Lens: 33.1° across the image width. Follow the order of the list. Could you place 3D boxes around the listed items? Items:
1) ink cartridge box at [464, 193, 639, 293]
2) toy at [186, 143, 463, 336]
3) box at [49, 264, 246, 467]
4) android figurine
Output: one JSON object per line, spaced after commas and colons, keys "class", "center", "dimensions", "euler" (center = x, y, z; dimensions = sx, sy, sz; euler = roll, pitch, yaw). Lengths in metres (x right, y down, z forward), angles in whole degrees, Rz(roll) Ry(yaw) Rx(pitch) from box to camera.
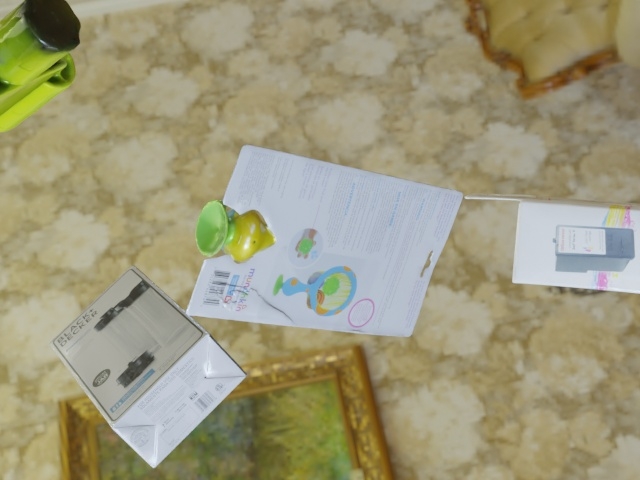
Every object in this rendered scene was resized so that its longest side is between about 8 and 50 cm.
{"class": "ink cartridge box", "center": [0.379, 0.003, 1.511], "dimensions": [0.207, 0.353, 0.119], "euler": [-18, -68, -77]}
{"class": "toy", "center": [0.000, 0.000, 0.873], "dimensions": [0.056, 0.237, 0.137], "euler": [32, 107, 44]}
{"class": "box", "center": [-0.237, 0.157, 1.427], "dimensions": [0.087, 0.169, 0.290], "euler": [52, 169, -31]}
{"class": "android figurine", "center": [-0.278, -0.070, 0.716], "dimensions": [0.056, 0.273, 0.248], "euler": [57, -144, -8]}
